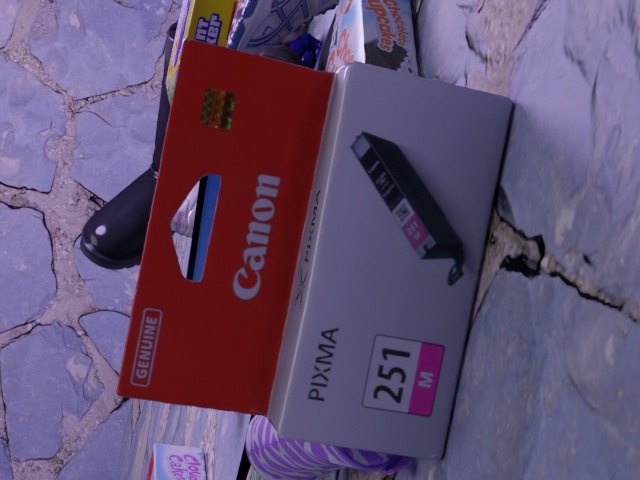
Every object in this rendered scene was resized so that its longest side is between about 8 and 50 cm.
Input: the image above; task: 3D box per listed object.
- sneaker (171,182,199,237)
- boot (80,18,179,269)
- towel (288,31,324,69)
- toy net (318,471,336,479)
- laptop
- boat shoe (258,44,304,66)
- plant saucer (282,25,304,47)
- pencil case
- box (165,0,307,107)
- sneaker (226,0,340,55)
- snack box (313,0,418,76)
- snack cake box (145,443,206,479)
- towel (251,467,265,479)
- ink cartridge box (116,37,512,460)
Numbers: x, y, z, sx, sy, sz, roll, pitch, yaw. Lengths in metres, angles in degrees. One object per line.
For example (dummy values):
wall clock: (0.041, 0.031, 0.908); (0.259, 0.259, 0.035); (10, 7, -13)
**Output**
sneaker: (-0.220, -0.098, 1.849); (0.305, 0.152, 0.114); (-103, 25, -61)
boot: (-0.290, -0.196, 1.955); (0.367, 0.146, 0.445); (-44, -19, -52)
towel: (-0.067, -0.103, 1.343); (0.228, 0.076, 0.308); (-89, 17, -62)
toy net: (-0.030, 0.284, 1.038); (0.122, 0.045, 0.232); (-97, 22, -52)
laptop: (-0.100, 0.072, 1.071); (0.264, 0.136, 0.234); (-75, -1, -49)
boat shoe: (-0.069, -0.068, 1.192); (0.095, 0.112, 0.335); (-70, -5, -54)
plant saucer: (-0.073, -0.213, 1.406); (0.198, 0.036, 0.199); (-42, -29, -30)
pencil case: (0.002, 0.170, 0.885); (0.088, 0.086, 0.206); (68, 154, 9)
box: (-0.131, -0.353, 1.639); (0.279, 0.177, 0.290); (-121, 44, -71)
sneaker: (-0.020, -0.297, 1.224); (0.112, 0.131, 0.296); (-91, 26, -50)
snack box: (0.040, -0.112, 1.022); (0.187, 0.060, 0.322); (115, 160, -48)
snack cake box: (-0.236, 0.458, 1.628); (0.264, 0.089, 0.152); (-117, 38, -68)
towel: (-0.051, 0.159, 1.230); (0.325, 0.038, 0.248); (-95, 20, -47)
ink cartridge box: (-0.004, 0.006, 0.743); (0.060, 0.238, 0.275); (-161, 82, -76)
